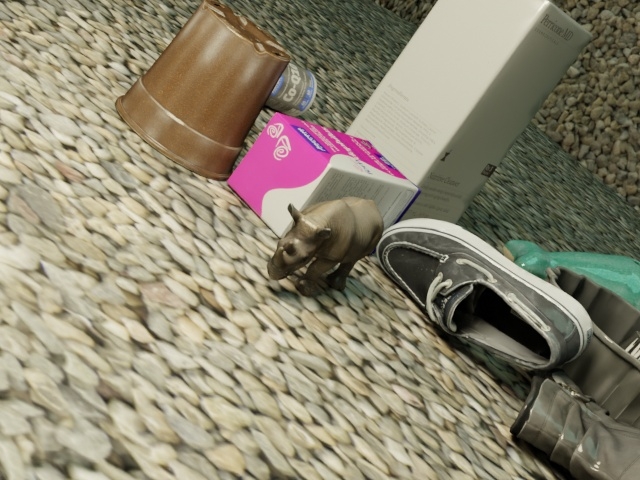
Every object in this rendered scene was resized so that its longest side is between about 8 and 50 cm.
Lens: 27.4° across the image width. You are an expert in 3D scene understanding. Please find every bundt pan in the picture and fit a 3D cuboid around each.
[{"bbox_3d":[0.392,0.179,1.692,0.330,0.124,0.331,33,15,-10],"label":"bundt pan"}]

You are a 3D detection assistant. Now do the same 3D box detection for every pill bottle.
[{"bbox_3d":[-0.077,-0.246,2.020,0.137,0.078,0.078,19,23,-46],"label":"pill bottle"}]

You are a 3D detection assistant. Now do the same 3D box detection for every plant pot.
[{"bbox_3d":[-0.130,-0.186,1.571,0.167,0.165,0.167,34,15,-10],"label":"plant pot"}]

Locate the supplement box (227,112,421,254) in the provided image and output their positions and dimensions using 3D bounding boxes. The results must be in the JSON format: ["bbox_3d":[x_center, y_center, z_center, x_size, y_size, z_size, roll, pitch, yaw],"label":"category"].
[{"bbox_3d":[0.007,-0.066,1.616,0.111,0.114,0.220,45,20,27],"label":"supplement box"}]

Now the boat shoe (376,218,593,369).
[{"bbox_3d":[0.174,0.068,1.575,0.301,0.108,0.102,32,33,29],"label":"boat shoe"}]

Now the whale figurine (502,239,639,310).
[{"bbox_3d":[0.416,0.066,2.046,0.272,0.141,0.216,32,16,-14],"label":"whale figurine"}]

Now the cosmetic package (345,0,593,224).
[{"bbox_3d":[0.208,-0.212,1.953,0.156,0.385,0.217,44,18,25],"label":"cosmetic package"}]

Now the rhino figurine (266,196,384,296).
[{"bbox_3d":[0.000,0.000,1.414,0.073,0.106,0.243,40,16,15],"label":"rhino figurine"}]

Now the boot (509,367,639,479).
[{"bbox_3d":[0.295,0.243,1.382,0.222,0.118,0.338,33,7,10],"label":"boot"}]
